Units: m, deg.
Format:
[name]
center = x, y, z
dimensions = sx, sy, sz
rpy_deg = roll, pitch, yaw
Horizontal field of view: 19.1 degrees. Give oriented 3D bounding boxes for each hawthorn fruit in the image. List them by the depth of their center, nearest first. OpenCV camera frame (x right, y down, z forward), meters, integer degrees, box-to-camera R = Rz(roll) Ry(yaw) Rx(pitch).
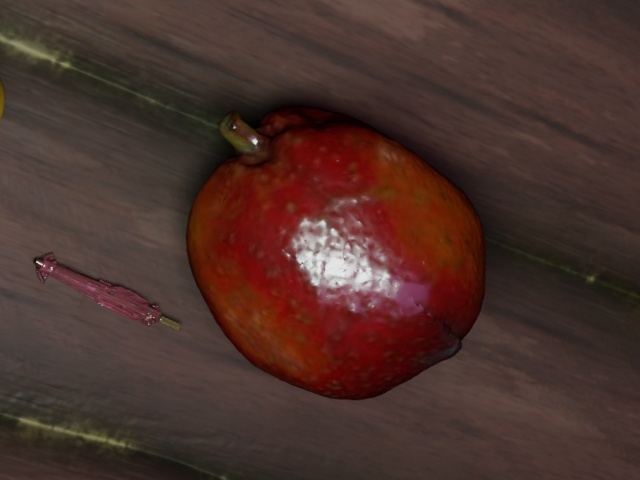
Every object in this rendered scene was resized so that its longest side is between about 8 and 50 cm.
[hawthorn fruit]
center = 0.000, 0.000, 1.777
dimensions = 0.265, 0.265, 0.307
rpy_deg = -47, 115, -2

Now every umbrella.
[umbrella]
center = -0.204, 0.052, 1.830
dimensions = 0.165, 0.025, 0.027
rpy_deg = 28, 115, -28

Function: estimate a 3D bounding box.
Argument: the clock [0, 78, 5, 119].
[clock]
center = -0.409, -0.091, 1.554
dimensions = 0.317, 0.244, 0.200
rpy_deg = -36, 124, -13
